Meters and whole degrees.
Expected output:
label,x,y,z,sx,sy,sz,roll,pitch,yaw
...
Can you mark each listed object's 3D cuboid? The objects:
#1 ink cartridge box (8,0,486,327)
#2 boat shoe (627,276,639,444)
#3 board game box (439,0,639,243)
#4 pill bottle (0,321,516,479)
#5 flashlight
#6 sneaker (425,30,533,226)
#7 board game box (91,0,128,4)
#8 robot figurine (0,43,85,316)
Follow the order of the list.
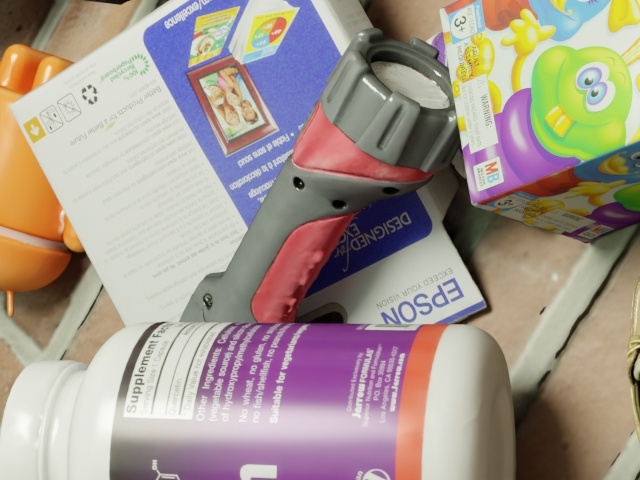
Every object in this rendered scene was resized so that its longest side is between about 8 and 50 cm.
label,x,y,z,sx,sy,sz,roll,pitch,yaw
ink cartridge box,-0.054,-0.037,1.364,0.304,0.072,0.307,-27,93,32
boat shoe,0.219,0.081,1.149,0.050,0.045,0.135,-20,67,35
board game box,0.232,-0.116,1.119,0.275,0.142,0.144,-22,67,35
pill bottle,-0.039,0.144,1.196,0.323,0.181,0.181,-1,79,15
flashlight,0.000,0.000,1.256,0.304,0.103,0.103,-62,38,32
sneaker,0.121,-0.088,1.260,0.071,0.068,0.170,-33,60,24
board game box,-0.127,-0.275,1.363,0.243,0.042,0.165,179,94,-66
robot figurine,-0.256,-0.052,1.529,0.128,0.158,0.219,-136,64,-84
